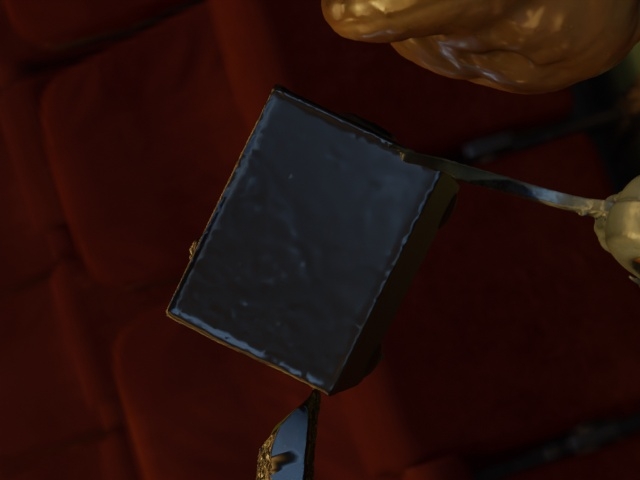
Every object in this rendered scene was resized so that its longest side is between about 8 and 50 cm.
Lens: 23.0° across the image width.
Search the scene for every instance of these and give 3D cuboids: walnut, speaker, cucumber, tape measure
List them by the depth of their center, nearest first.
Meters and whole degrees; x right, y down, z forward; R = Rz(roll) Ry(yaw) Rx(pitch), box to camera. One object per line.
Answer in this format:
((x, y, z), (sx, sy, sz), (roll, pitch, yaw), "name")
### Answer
((0.217, -0.034, 1.166), (0.164, 0.330, 0.084), (-20, 45, 66), "tape measure")
((0.000, 0.000, 1.466), (0.232, 0.184, 0.254), (-64, -8, 2), "speaker")
((0.170, -0.321, 1.530), (0.383, 0.383, 0.383), (163, 90, -85), "walnut")
((-0.041, 0.277, 1.837), (0.046, 0.070, 0.220), (91, -178, -78), "cucumber")
